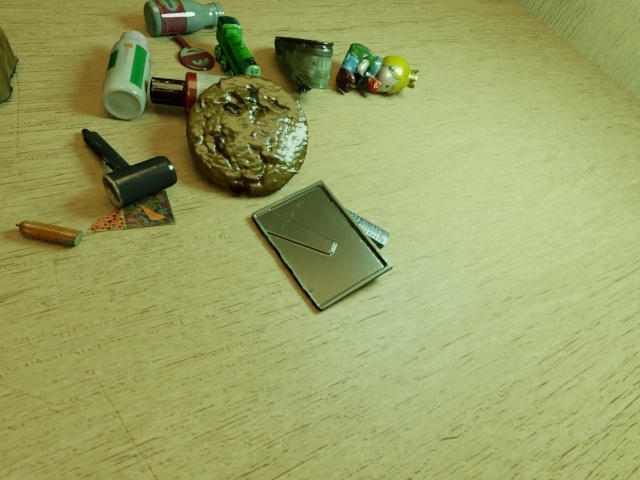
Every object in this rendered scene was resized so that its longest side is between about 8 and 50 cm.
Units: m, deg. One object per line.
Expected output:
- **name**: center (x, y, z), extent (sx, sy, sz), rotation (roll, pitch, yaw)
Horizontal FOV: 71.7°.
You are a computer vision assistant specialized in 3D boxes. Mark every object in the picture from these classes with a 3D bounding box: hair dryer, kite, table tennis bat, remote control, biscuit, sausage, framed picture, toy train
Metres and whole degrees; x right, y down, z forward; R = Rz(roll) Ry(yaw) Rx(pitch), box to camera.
- **hair dryer**: center (-0.416, -0.176, 0.918), extent (0.128, 0.069, 0.255), rotation (-30, 60, -33)
- **kite**: center (-0.344, -0.062, 0.894), extent (0.125, 0.008, 0.222), rotation (27, 50, 1)
- **table tennis bat**: center (-0.363, -0.528, 1.247), extent (0.098, 0.019, 0.154), rotation (-28, 70, -34)
- **remote control**: center (0.085, -0.036, 1.011), extent (0.153, 0.027, 0.043), rotation (29, 46, 3)
- **biscuit**: center (-0.158, -0.245, 0.998), extent (0.297, 0.075, 0.295), rotation (4, 74, -15)
- **sausage**: center (-0.486, -0.015, 0.790), extent (0.107, 0.031, 0.031), rotation (12, 50, -11)
- **framed picture**: center (0.000, 0.000, 0.937), extent (0.192, 0.018, 0.265), rotation (-27, 66, -24)
- **toy train**: center (-0.224, -0.493, 1.201), extent (0.085, 0.119, 0.251), rotation (-11, 57, -28)

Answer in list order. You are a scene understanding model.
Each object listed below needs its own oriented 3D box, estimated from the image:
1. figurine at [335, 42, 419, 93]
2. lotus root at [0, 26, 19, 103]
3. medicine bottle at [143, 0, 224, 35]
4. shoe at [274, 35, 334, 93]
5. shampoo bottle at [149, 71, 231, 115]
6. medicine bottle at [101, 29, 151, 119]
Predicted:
- **figurine**: center (0.175, -0.498, 1.348), extent (0.235, 0.127, 0.185), rotation (27, 54, -11)
- **lotus root**: center (-0.823, -0.436, 0.892), extent (0.317, 0.249, 0.315), rotation (3, 50, -4)
- **medicine bottle**: center (-0.390, -0.648, 1.281), extent (0.217, 0.090, 0.090), rotation (-23, 64, -32)
- **shoe**: center (-0.061, -0.501, 1.274), extent (0.109, 0.149, 0.293), rotation (-5, 23, -28)
- **shampoo bottle**: center (-0.268, -0.350, 1.080), extent (0.279, 0.104, 0.104), rotation (1, 53, -19)
- **medicine bottle**: center (-0.460, -0.407, 1.065), extent (0.095, 0.095, 0.259), rotation (4, 53, -16)
